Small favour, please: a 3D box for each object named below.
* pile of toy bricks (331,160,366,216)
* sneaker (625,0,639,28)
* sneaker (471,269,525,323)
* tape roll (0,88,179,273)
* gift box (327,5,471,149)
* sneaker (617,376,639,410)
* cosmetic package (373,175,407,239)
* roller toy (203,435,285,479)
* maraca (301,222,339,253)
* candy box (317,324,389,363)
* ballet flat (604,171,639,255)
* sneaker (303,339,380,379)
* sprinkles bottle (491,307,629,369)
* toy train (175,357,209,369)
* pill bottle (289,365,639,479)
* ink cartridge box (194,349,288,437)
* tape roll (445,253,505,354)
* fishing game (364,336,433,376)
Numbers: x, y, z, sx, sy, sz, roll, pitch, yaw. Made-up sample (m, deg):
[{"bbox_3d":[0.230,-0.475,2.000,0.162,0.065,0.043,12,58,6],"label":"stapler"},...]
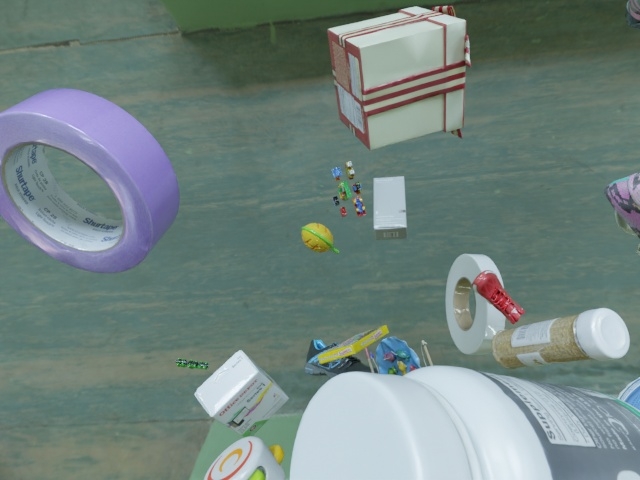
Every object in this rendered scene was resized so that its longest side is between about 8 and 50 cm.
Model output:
[{"bbox_3d":[0.095,-0.179,1.750,0.118,0.105,0.212,-16,83,-5],"label":"pile of toy bricks"},{"bbox_3d":[0.603,-0.447,0.808,0.112,0.319,0.131,-13,111,27],"label":"sneaker"},{"bbox_3d":[0.545,0.171,1.386,0.087,0.221,0.128,-51,45,8],"label":"sneaker"},{"bbox_3d":[-0.361,-0.081,0.703,0.275,0.090,0.274,9,130,11],"label":"tape roll"},{"bbox_3d":[0.186,-0.347,1.017,0.258,0.276,0.255,-17,131,-8],"label":"gift box"},{"bbox_3d":[0.522,0.194,0.584,0.330,0.147,0.129,-26,62,-5],"label":"sneaker"},{"bbox_3d":[0.268,-0.125,1.791,0.127,0.107,0.237,-4,62,9],"label":"cosmetic package"},{"bbox_3d":[-0.197,0.636,1.228,0.191,0.209,0.146,-32,101,14],"label":"roller toy"},{"bbox_3d":[0.000,0.000,1.708,0.127,0.186,0.099,29,82,41],"label":"maraca"},{"bbox_3d":[0.088,0.264,1.185,0.105,0.206,0.027,-28,80,29],"label":"candy box"},{"bbox_3d":[0.470,-0.009,0.646,0.221,0.079,0.077,44,75,-18],"label":"ballet flat"},{"bbox_3d":[0.073,0.459,1.755,0.341,0.125,0.139,1,79,39],"label":"sneaker"},{"bbox_3d":[0.621,0.271,1.240,0.121,0.355,0.121,7,69,-19],"label":"sprinkles bottle"},{"bbox_3d":[-0.300,0.292,1.091,0.083,0.017,0.023,5,139,10],"label":"toy train"},{"bbox_3d":[0.166,0.231,0.439,0.361,0.204,0.204,16,96,-29],"label":"pill bottle"},{"bbox_3d":[-0.258,0.526,1.570,0.201,0.278,0.117,-43,51,-13],"label":"ink cartridge box"},{"bbox_3d":[0.584,0.244,1.785,0.072,0.392,0.391,2,95,-6],"label":"tape roll"},{"bbox_3d":[0.215,0.361,1.288,0.041,0.264,0.189,-17,91,-36],"label":"fishing game"}]
